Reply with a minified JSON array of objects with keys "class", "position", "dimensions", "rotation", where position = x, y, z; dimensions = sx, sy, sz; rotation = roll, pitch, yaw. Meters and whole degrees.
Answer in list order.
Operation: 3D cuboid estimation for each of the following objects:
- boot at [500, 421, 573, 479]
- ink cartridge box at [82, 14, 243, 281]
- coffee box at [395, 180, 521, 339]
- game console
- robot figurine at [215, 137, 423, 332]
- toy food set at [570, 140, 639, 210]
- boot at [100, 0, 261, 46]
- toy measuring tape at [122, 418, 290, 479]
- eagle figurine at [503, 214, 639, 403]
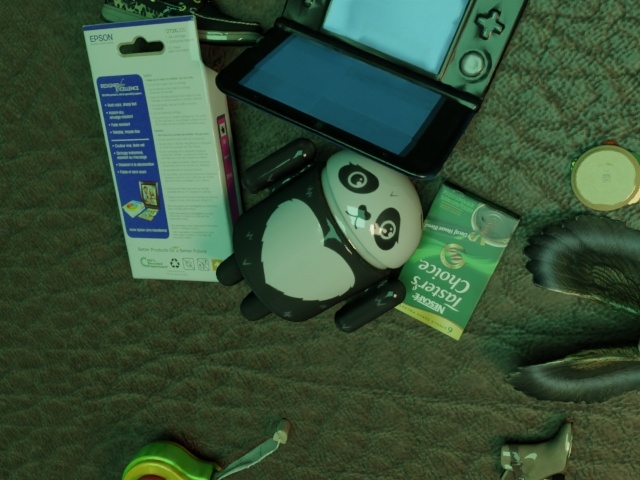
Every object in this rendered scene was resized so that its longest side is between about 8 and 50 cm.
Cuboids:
[{"class":"boot","position":[0.288,0.290,0.933],"dimensions":[0.086,0.042,0.119],"rotation":[10,104,19]},{"class":"ink cartridge box","position":[-0.212,-0.120,0.977],"dimensions":[0.175,0.069,0.371],"rotation":[1,113,20]},{"class":"coffee box","position":[0.174,0.028,0.915],"dimensions":[0.113,0.040,0.184],"rotation":[28,109,11]},{"class":"game console","position":[0.063,-0.247,0.824],"dimensions":[0.293,0.173,0.250],"rotation":[26,109,12]},{"class":"robot figurine","position":[-0.002,-0.001,0.897],"dimensions":[0.278,0.174,0.209],"rotation":[-31,135,22]},{"class":"toy food set","position":[0.348,-0.078,0.843],"dimensions":[0.083,0.020,0.083],"rotation":[-18,95,22]},{"class":"boot","position":[-0.181,-0.362,0.932],"dimensions":[0.236,0.085,0.179],"rotation":[14,103,14]},{"class":"toy measuring tape","position":[-0.205,0.344,1.083],"dimensions":[0.330,0.121,0.121],"rotation":[-35,89,14]},{"class":"eagle figurine","position":[0.388,0.110,0.807],"dimensions":[0.298,0.225,0.226],"rotation":[15,64,45]}]
